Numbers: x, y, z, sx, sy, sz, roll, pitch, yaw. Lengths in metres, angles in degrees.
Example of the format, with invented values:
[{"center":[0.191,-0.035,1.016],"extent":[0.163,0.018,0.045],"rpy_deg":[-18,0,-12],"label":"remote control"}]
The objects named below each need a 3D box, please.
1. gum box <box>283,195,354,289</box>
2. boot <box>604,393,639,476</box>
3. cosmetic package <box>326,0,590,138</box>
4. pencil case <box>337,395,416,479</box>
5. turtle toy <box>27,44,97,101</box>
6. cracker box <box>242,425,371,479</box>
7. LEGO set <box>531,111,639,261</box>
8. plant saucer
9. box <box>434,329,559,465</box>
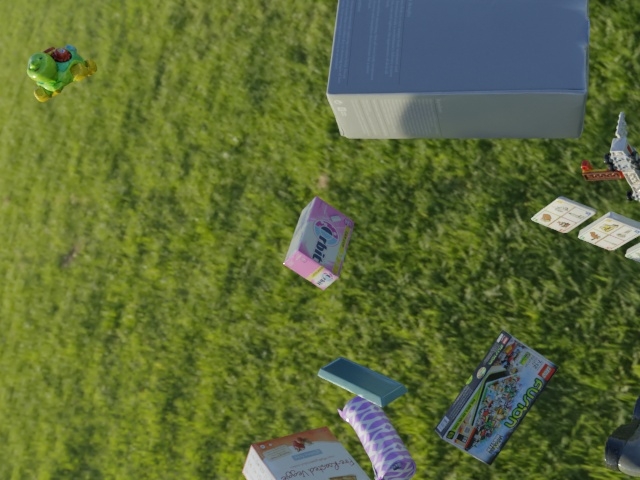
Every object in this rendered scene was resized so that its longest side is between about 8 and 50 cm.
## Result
[{"center":[0.000,0.000,1.748],"extent":[0.062,0.107,0.188],"rpy_deg":[-42,21,41],"label":"gum box"},{"center":[0.598,0.331,1.345],"extent":[0.161,0.246,0.084],"rpy_deg":[12,124,42],"label":"boot"},{"center":[0.133,-0.171,0.771],"extent":[0.237,0.107,0.127],"rpy_deg":[5,72,13],"label":"cosmetic package"},{"center":[0.116,0.408,1.642],"extent":[0.088,0.086,0.206],"rpy_deg":[-28,42,-4],"label":"pencil case"},{"center":[-0.411,-0.265,1.250],"extent":[0.095,0.066,0.130],"rpy_deg":[-27,17,10],"label":"turtle toy"},{"center":[0.005,0.401,1.252],"extent":[0.232,0.155,0.067],"rpy_deg":[44,125,40],"label":"cracker box"},{"center":[0.376,-0.051,0.915],"extent":[0.244,0.182,0.060],"rpy_deg":[119,171,-69],"label":"LEGO set"},{"center":[0.076,0.260,1.508],"extent":[0.192,0.067,0.018],"rpy_deg":[15,122,51],"label":"plant saucer"},{"center":[0.297,0.266,1.359],"extent":[0.207,0.114,0.036],"rpy_deg":[-57,19,4],"label":"box"}]
